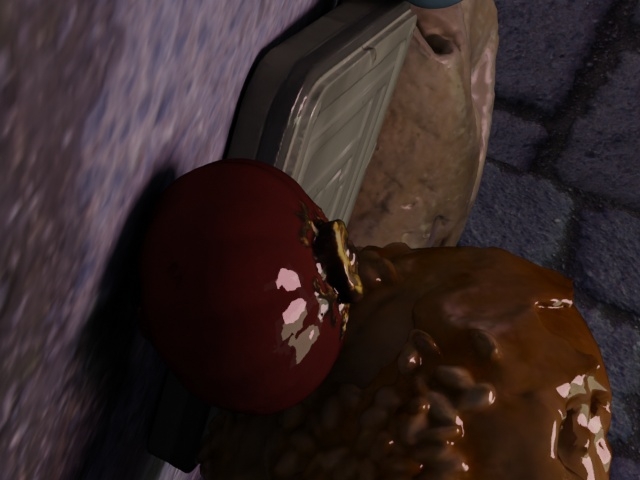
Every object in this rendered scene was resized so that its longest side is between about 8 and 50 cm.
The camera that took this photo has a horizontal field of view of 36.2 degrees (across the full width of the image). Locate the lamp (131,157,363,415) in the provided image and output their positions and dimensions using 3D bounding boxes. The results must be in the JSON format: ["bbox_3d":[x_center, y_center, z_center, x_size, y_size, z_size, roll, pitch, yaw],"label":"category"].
[{"bbox_3d":[-0.029,0.017,0.382,0.101,0.090,0.101,-14,90,-75],"label":"lamp"}]

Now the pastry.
[{"bbox_3d":[0.016,0.136,0.488,0.311,0.161,0.255,112,-24,-48],"label":"pastry"}]

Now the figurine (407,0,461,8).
[{"bbox_3d":[0.126,-0.227,0.655,0.205,0.103,0.260,-43,166,35],"label":"figurine"}]

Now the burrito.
[{"bbox_3d":[0.070,-0.071,0.839,0.190,0.135,0.332,-19,139,-40],"label":"burrito"}]

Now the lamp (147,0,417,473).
[{"bbox_3d":[-0.020,-0.017,0.638,0.266,0.047,0.269,-51,162,-61],"label":"lamp"}]
